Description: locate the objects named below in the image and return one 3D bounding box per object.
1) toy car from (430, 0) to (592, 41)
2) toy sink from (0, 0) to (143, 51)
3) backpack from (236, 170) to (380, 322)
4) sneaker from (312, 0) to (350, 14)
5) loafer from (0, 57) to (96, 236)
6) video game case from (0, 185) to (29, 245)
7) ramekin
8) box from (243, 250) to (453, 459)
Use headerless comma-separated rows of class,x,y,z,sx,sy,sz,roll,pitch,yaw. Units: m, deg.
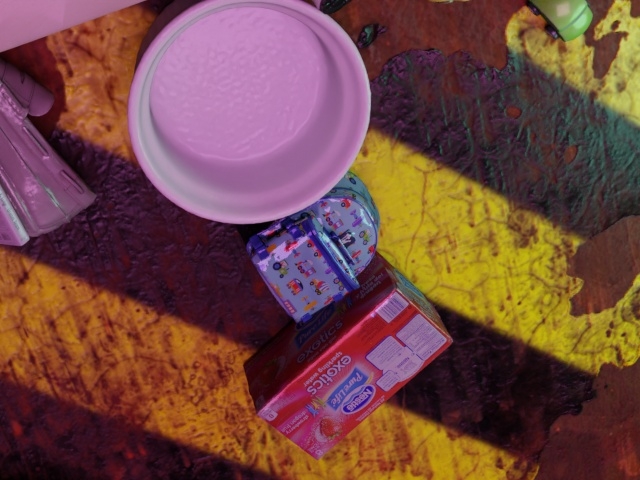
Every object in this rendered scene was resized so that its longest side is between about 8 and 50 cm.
toy car,0.264,-0.326,1.355,0.239,0.053,0.225,-44,118,10
toy sink,-0.279,-0.319,1.184,0.234,0.131,0.152,-23,120,-7
backpack,0.000,0.000,1.424,0.173,0.117,0.158,-29,120,-1
sneaker,0.062,-0.378,1.229,0.283,0.107,0.124,-40,81,-26
loafer,-0.361,-0.155,1.268,0.111,0.112,0.319,-29,123,-12
video game case,-0.420,-0.060,1.284,0.019,0.157,0.143,-47,128,-38
ramekin,-0.090,-0.171,1.302,0.277,0.135,0.277,-6,118,-10
box,0.033,0.154,1.504,0.257,0.122,0.128,-43,118,10
